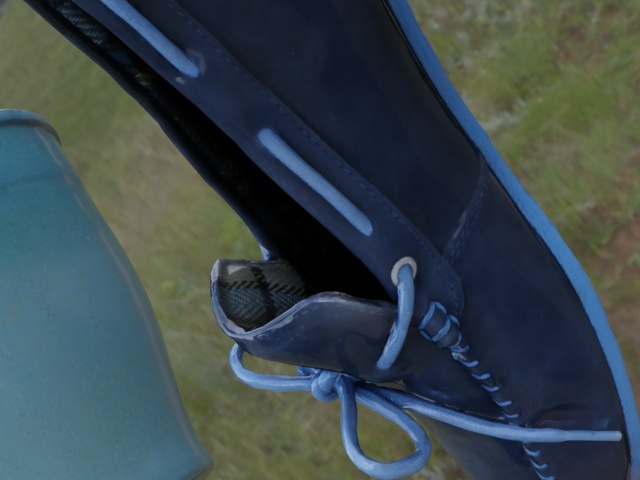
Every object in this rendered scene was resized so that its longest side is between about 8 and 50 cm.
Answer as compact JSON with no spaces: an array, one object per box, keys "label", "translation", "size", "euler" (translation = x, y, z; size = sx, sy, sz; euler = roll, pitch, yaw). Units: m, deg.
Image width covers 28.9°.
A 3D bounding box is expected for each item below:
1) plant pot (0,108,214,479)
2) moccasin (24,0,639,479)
[{"label":"plant pot","translation":[-0.211,0.100,0.795],"size":[0.271,0.255,0.272],"euler":[-37,-9,-7]},{"label":"moccasin","translation":[0.000,0.000,0.474],"size":[0.117,0.342,0.137],"euler":[-44,20,-23]}]
